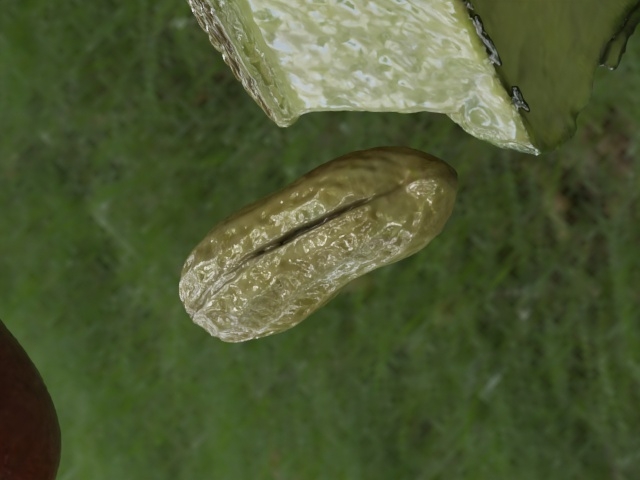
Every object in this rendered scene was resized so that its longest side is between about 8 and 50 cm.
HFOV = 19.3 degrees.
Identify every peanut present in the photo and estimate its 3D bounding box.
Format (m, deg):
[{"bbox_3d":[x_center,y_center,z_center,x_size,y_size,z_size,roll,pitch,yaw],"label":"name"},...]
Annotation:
[{"bbox_3d":[0.000,0.000,1.065,0.080,0.174,0.080,55,-164,-24],"label":"peanut"}]

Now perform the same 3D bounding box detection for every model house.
[{"bbox_3d":[0.045,-0.217,1.219,0.266,0.321,0.261,2,140,32],"label":"model house"}]

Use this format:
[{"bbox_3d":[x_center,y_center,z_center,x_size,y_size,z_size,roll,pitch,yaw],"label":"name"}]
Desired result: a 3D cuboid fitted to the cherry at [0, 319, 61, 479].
[{"bbox_3d":[-0.417,0.177,1.745,0.335,0.326,0.291,57,-168,-18],"label":"cherry"}]
